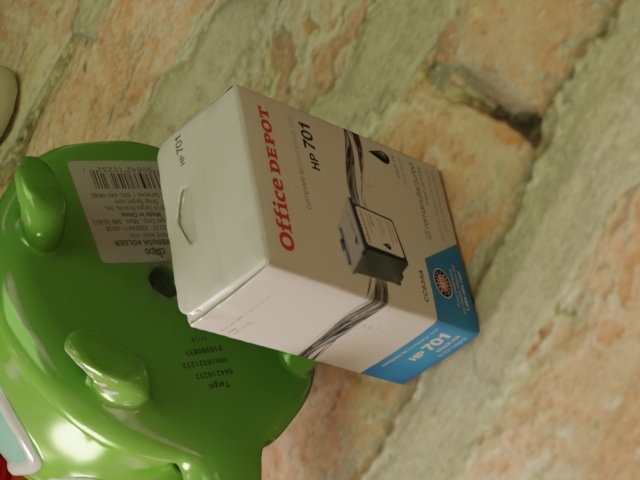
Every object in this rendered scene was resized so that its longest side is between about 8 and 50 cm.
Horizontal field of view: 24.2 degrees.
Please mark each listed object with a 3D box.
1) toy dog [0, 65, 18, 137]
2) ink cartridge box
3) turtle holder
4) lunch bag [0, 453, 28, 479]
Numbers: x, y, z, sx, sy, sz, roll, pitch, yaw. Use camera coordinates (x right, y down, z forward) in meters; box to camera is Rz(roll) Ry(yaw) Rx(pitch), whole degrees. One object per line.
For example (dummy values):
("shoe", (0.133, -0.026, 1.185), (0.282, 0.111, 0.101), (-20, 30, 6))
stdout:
("toy dog", (-0.576, -0.194, 1.481), (0.395, 0.408, 0.284), (-39, 49, 28))
("ink cartridge box", (0.000, 0.000, 0.959), (0.082, 0.191, 0.139), (-35, 52, 33))
("turtle holder", (-0.120, 0.094, 1.054), (0.320, 0.243, 0.227), (45, 132, 5))
("lunch bag", (-0.353, 0.180, 1.284), (0.293, 0.120, 0.258), (-25, 49, 19))
